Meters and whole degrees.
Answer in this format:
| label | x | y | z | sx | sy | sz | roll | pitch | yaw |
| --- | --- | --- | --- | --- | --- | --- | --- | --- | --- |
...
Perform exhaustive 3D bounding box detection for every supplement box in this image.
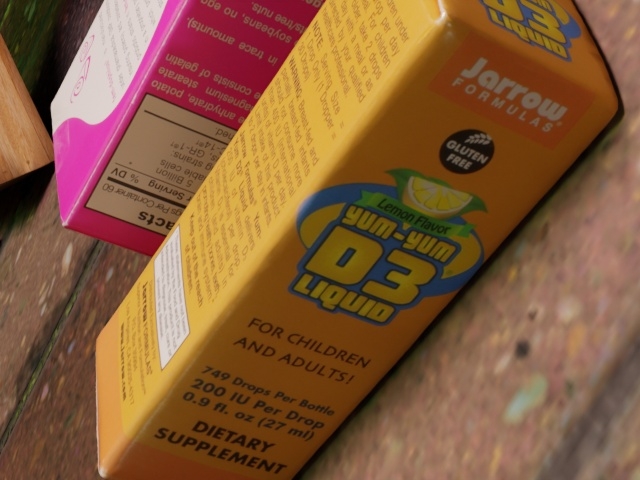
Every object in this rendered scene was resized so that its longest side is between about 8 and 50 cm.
| label | x | y | z | sx | sy | sz | roll | pitch | yaw |
| --- | --- | --- | --- | --- | --- | --- | --- | --- | --- |
| supplement box | -0.021 | -0.101 | 0.534 | 0.220 | 0.114 | 0.111 | -56 | 29 | 23 |
| supplement box | 0.000 | 0.000 | 0.457 | 0.233 | 0.078 | 0.080 | -54 | 29 | 29 |

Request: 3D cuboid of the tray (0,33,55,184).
| label | x | y | z | sx | sy | sz | roll | pitch | yaw |
| --- | --- | --- | --- | --- | --- | --- | --- | --- | --- |
| tray | -0.366 | -0.228 | 1.060 | 0.203 | 0.076 | 0.411 | -14 | 102 | 59 |
